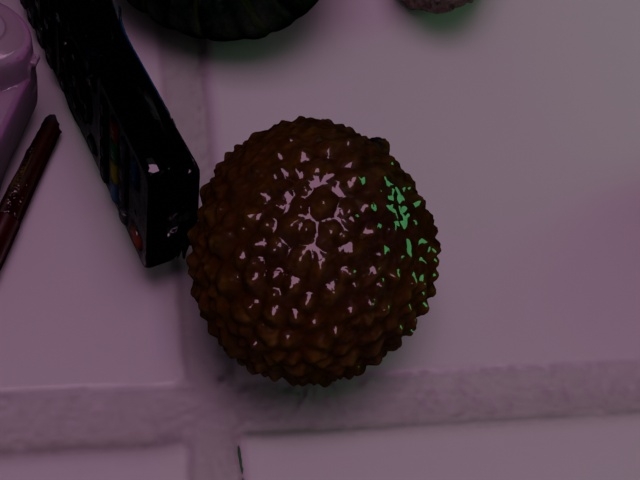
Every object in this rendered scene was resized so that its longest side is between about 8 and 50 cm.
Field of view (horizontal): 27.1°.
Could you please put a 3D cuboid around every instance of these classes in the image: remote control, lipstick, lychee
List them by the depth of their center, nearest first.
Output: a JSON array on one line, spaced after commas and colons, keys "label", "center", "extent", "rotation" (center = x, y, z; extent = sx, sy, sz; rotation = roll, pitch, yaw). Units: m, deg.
[{"label": "lychee", "center": [0.000, 0.000, 1.029], "extent": [0.200, 0.200, 0.238], "rotation": [28, 57, 11]}, {"label": "lipstick", "center": [-0.254, -0.035, 1.111], "extent": [0.027, 0.027, 0.176], "rotation": [15, 55, 2]}, {"label": "remote control", "center": [-0.193, -0.157, 1.135], "extent": [0.062, 0.144, 0.398], "rotation": [-17, 58, -19]}]

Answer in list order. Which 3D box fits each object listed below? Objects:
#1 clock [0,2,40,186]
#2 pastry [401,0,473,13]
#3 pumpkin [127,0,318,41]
[{"label": "clock", "center": [-0.416, -0.090, 1.072], "extent": [0.322, 0.113, 0.295], "rotation": [15, 56, 3]}, {"label": "pastry", "center": [0.150, -0.324, 1.318], "extent": [0.103, 0.112, 0.265], "rotation": [23, 66, 9]}, {"label": "pumpkin", "center": [-0.088, -0.303, 1.220], "extent": [0.250, 0.216, 0.249], "rotation": [-2, 81, 14]}]
